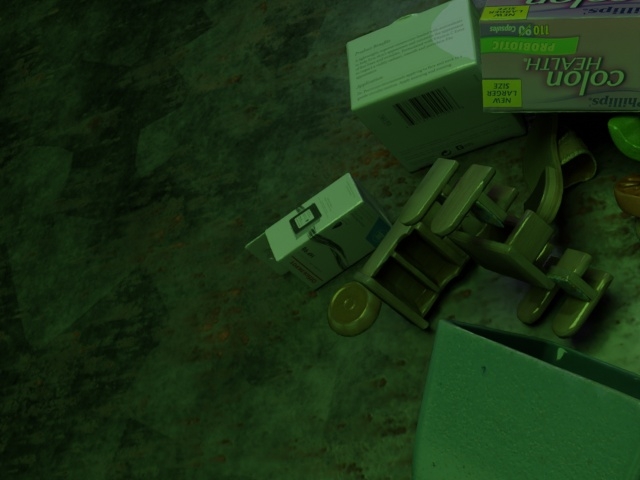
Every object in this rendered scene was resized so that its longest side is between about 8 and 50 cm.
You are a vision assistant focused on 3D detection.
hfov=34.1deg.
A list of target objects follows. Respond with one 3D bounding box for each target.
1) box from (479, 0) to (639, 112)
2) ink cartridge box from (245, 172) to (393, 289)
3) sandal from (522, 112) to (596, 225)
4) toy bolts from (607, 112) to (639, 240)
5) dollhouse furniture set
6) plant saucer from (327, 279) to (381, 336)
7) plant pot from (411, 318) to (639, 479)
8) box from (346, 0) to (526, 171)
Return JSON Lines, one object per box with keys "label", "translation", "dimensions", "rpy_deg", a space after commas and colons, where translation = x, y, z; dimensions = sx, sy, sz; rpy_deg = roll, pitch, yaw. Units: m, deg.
{"label": "box", "translation": [0.314, -0.257, 1.257], "dimensions": [0.213, 0.117, 0.243], "rpy_deg": [2, 33, 17]}
{"label": "ink cartridge box", "translation": [0.000, 0.000, 1.426], "dimensions": [0.180, 0.104, 0.060], "rpy_deg": [-35, 51, 13]}
{"label": "sandal", "translation": [0.303, -0.086, 1.297], "dimensions": [0.240, 0.079, 0.088], "rpy_deg": [-73, 6, -51]}
{"label": "toy bolts", "translation": [0.469, -0.077, 1.173], "dimensions": [0.218, 0.159, 0.228], "rpy_deg": [-27, 24, -36]}
{"label": "dollhouse furniture set", "translation": [0.170, 0.030, 1.233], "dimensions": [0.161, 0.212, 0.242], "rpy_deg": [-54, 23, -6]}
{"label": "plant saucer", "translation": [0.041, 0.088, 1.406], "dimensions": [0.083, 0.015, 0.083], "rpy_deg": [-17, 55, 25]}
{"label": "plant pot", "translation": [0.236, 0.245, 1.045], "dimensions": [0.247, 0.247, 0.252], "rpy_deg": [21, 95, 40]}
{"label": "box", "translation": [0.155, -0.203, 1.391], "dimensions": [0.180, 0.182, 0.119], "rpy_deg": [-17, 57, 25]}
